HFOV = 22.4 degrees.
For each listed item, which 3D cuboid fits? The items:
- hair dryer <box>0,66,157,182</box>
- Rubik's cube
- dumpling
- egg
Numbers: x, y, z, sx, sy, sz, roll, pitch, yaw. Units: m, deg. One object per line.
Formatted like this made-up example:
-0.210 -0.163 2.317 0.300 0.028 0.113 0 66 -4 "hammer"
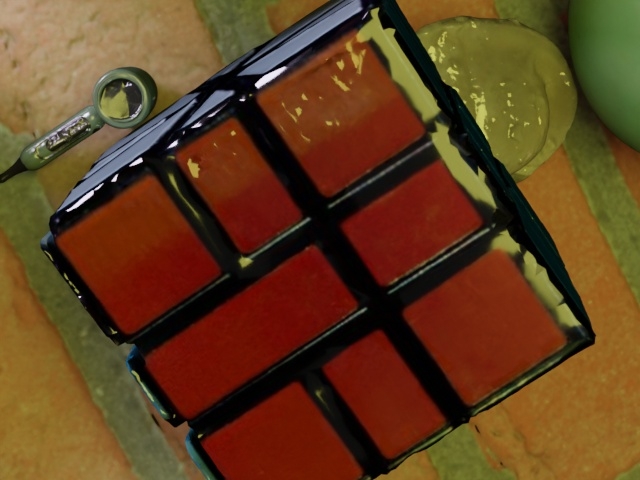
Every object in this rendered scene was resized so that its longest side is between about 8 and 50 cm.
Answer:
-0.197 -0.085 1.288 0.150 0.071 0.047 -35 96 5 "hair dryer"
0.000 0.000 1.187 0.293 0.288 0.283 -31 101 7 "Rubik's cube"
0.131 -0.121 1.356 0.176 0.092 0.150 36 87 -6 "dumpling"
0.317 -0.195 1.345 0.220 0.220 0.270 6 78 -16 "egg"
